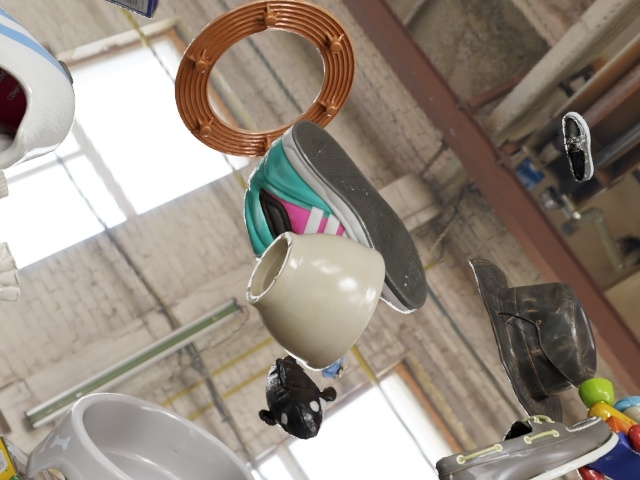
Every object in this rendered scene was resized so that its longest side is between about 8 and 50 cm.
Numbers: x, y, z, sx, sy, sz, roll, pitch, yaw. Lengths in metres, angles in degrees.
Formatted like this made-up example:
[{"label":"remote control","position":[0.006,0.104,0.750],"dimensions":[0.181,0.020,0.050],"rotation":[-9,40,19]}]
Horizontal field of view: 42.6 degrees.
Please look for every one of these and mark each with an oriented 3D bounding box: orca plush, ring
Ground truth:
[{"label":"orca plush","position":[-0.049,0.259,1.576],"dimensions":[0.287,0.151,0.102],"rotation":[-78,157,-65]},{"label":"ring","position":[-0.093,-0.276,1.470],"dimensions":[0.336,0.336,0.032],"rotation":[98,-23,-45]}]

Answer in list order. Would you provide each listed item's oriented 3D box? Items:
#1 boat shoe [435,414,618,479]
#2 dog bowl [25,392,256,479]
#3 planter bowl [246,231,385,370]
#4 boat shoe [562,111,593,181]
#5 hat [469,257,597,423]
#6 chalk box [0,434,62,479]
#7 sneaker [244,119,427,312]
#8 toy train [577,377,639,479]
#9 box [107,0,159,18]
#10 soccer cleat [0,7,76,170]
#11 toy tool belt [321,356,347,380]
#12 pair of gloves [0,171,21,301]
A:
[{"label":"boat shoe","position":[0.215,0.217,0.840],"dimensions":[0.081,0.228,0.068],"rotation":[-47,-117,51]},{"label":"dog bowl","position":[-0.239,0.345,1.188],"dimensions":[0.349,0.349,0.102],"rotation":[34,-85,38]},{"label":"planter bowl","position":[-0.017,0.056,0.962],"dimensions":[0.109,0.162,0.162],"rotation":[31,-23,-21]},{"label":"boat shoe","position":[0.512,-0.185,1.639],"dimensions":[0.049,0.040,0.142],"rotation":[-9,-77,39]},{"label":"hat","position":[0.369,0.148,1.335],"dimensions":[0.134,0.331,0.331],"rotation":[-28,-89,20]},{"label":"chalk box","position":[-0.504,0.461,1.393],"dimensions":[0.132,0.132,0.213],"rotation":[30,-19,53]},{"label":"sneaker","position":[0.000,0.000,1.122],"dimensions":[0.178,0.124,0.295],"rotation":[-31,-82,37]},{"label":"toy train","position":[0.374,0.240,1.085],"dimensions":[0.248,0.143,0.105],"rotation":[31,-57,-24]},{"label":"box","position":[-0.255,-0.381,1.008],"dimensions":[0.136,0.036,0.225],"rotation":[22,-28,-7]},{"label":"soccer cleat","position":[-0.332,-0.184,0.629],"dimensions":[0.331,0.143,0.116],"rotation":[41,-68,-18]},{"label":"toy tool belt","position":[0.019,0.213,1.400],"dimensions":[0.051,0.052,0.083],"rotation":[-106,-158,-49]},{"label":"pair of gloves","position":[-0.545,-0.004,1.174],"dimensions":[0.042,0.204,0.240],"rotation":[-141,-134,-60]}]
